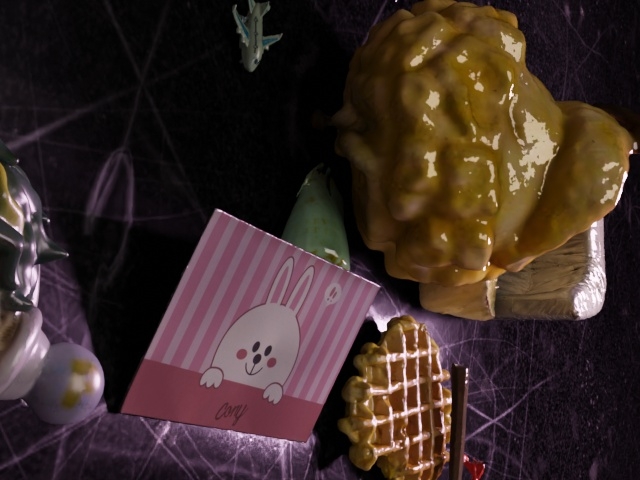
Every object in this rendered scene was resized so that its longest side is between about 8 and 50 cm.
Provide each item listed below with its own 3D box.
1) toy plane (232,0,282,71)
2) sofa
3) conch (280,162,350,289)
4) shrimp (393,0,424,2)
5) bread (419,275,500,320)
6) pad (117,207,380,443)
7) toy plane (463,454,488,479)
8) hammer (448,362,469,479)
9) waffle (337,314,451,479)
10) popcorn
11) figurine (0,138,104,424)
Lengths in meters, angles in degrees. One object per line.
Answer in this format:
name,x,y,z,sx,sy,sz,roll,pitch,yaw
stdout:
toy plane,-0.073,-0.219,0.936,0.080,0.033,0.083,19,78,-55
sofa,0.325,0.011,1.365,0.176,0.210,0.225,-1,91,-55
conch,0.000,0.000,0.993,0.105,0.079,0.170,69,26,-50
shrimp,0.046,-0.416,1.108,0.178,0.075,0.289,-44,123,-40
bread,0.215,-0.027,1.266,0.178,0.142,0.265,88,6,-70
pad,-0.054,0.101,0.883,0.300,0.005,0.202,28,87,-53
toy plane,0.233,0.420,1.303,0.126,0.077,0.194,65,28,-42
hammer,0.178,0.311,1.172,0.125,0.027,0.297,2,92,-73
waffle,0.109,0.230,1.143,0.249,0.056,0.253,-48,128,-48
popcorn,0.189,-0.112,1.035,0.349,0.382,0.348,-5,90,-83
figurine,-0.262,0.093,0.485,0.261,0.186,0.381,14,81,-44
